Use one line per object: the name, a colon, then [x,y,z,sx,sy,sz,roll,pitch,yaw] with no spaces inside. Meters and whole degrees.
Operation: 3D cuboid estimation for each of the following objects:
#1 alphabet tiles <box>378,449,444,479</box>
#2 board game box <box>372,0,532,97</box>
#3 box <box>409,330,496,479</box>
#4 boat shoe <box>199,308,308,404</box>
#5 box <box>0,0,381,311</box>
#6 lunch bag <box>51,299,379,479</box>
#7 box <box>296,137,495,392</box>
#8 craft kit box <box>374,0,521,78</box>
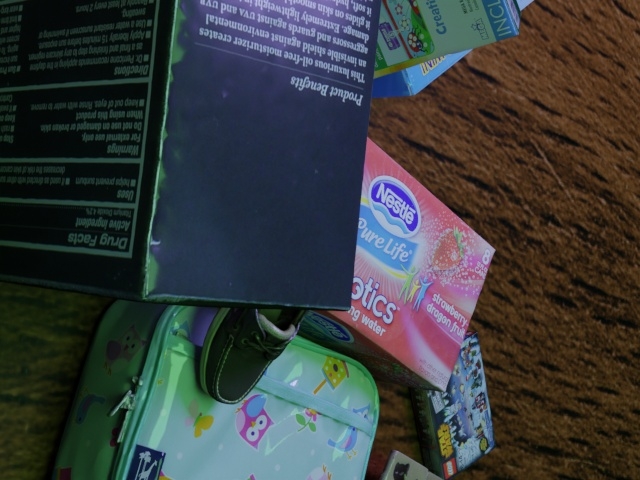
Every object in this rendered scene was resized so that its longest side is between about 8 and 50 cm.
alphabet tiles: [0.056,0.395,1.197,0.285,0.011,0.343,36,72,-39]
board game box: [0.097,-0.339,1.160,0.308,0.086,0.302,-40,119,-36]
box: [0.139,0.175,1.272,0.094,0.027,0.137,-25,110,-40]
boat shoe: [-0.042,0.059,0.894,0.056,0.049,0.152,17,104,-34]
box: [-0.125,-0.110,0.809,0.182,0.296,0.294,9,87,-45]
lunch bag: [-0.078,0.165,1.000,0.279,0.108,0.224,29,72,-42]
box: [0.000,0.000,1.043,0.300,0.142,0.154,38,67,-39]
craft kit box: [0.005,-0.245,0.967,0.061,0.246,0.250,-72,142,-56]
